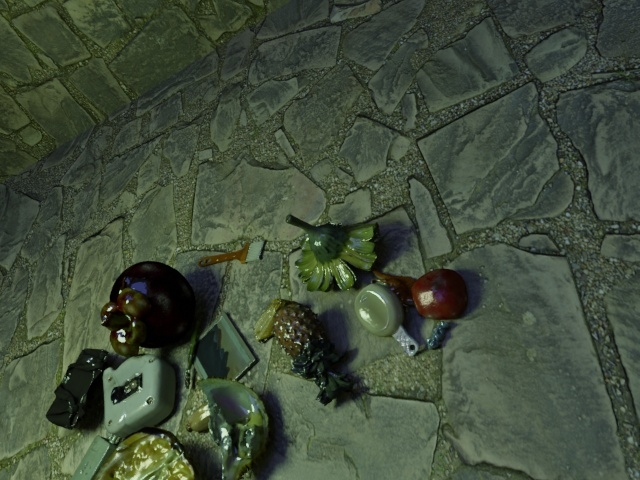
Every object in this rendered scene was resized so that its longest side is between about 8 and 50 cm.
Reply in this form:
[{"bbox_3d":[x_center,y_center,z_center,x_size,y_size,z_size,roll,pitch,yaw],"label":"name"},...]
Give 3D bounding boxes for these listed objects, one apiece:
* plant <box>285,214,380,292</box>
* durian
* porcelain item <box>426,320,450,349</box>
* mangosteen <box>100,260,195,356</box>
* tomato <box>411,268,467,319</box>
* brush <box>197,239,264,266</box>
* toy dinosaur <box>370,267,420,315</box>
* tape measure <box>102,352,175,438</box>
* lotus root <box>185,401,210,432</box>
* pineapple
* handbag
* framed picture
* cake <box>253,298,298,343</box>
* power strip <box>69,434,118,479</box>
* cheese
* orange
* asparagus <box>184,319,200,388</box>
[{"bbox_3d":[0.021,-0.001,1.660,0.306,0.297,0.261,-44,7,20],"label":"plant"},{"bbox_3d":[-0.234,0.519,1.457,0.172,0.166,0.307,-27,56,19],"label":"durian"},{"bbox_3d":[0.307,0.250,1.384,0.083,0.028,0.036,-53,28,-9],"label":"porcelain item"},{"bbox_3d":[-0.596,0.235,1.802,0.306,0.307,0.347,-9,16,29],"label":"mangosteen"},{"bbox_3d":[0.315,0.133,1.417,0.155,0.069,0.156,-10,52,13],"label":"tomato"},{"bbox_3d":[-0.345,0.062,1.991,0.314,0.017,0.090,-11,49,29],"label":"brush"},{"bbox_3d":[0.219,0.131,1.518,0.142,0.057,0.212,-14,51,11],"label":"toy dinosaur"},{"bbox_3d":[-0.612,0.504,1.758,0.265,0.130,0.258,-34,42,8],"label":"tape measure"},{"bbox_3d":[-0.341,0.528,1.596,0.150,0.062,0.073,-35,52,7],"label":"lotus root"},{"bbox_3d":[-0.015,0.315,1.492,0.170,0.141,0.310,-24,49,-17],"label":"pineapple"},{"bbox_3d":[-0.855,0.520,1.882,0.257,0.113,0.286,-18,45,52],"label":"handbag"},{"bbox_3d":[-0.330,0.378,1.738,0.192,0.018,0.265,-46,44,-2],"label":"framed picture"},{"bbox_3d":[-0.129,0.250,1.682,0.185,0.116,0.080,-64,33,24],"label":"cake"},{"bbox_3d":[-0.738,0.740,1.718,0.093,0.053,0.288,9,64,39],"label":"power strip"},{"bbox_3d":[0.187,0.221,1.445,0.227,0.064,0.137,48,125,28],"label":"cheese"},{"bbox_3d":[-0.455,0.695,1.436,0.270,0.211,0.368,-34,41,-26],"label":"orange"},{"bbox_3d":[-0.434,0.381,1.781,0.024,0.025,0.249,8,53,-9],"label":"asparagus"}]
